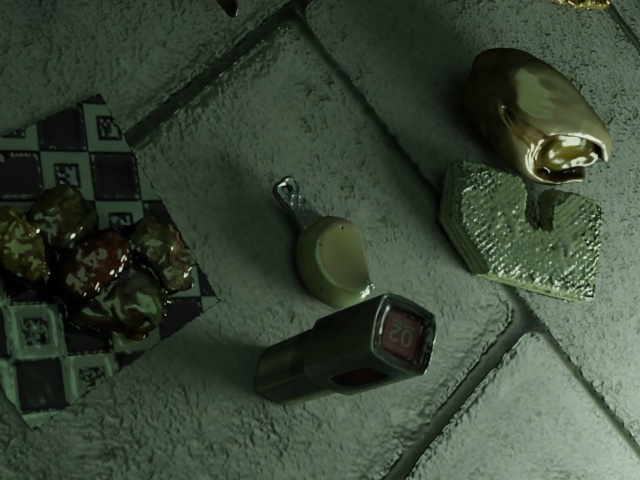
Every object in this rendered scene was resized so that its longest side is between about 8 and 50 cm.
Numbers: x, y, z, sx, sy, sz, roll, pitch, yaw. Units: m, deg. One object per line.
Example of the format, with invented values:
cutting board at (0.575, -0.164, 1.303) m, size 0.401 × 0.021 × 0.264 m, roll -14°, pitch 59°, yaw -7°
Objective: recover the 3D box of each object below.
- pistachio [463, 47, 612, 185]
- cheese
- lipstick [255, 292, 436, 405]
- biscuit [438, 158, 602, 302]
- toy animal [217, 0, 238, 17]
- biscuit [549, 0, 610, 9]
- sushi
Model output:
pistachio at (0.286, -0.163, 1.809) m, size 0.238 × 0.137 × 0.153 m, roll 41°, pitch 39°, yaw -18°
cheese at (0.006, -0.002, 1.630) m, size 0.092 × 0.047 × 0.171 m, roll -16°, pitch 84°, yaw -36°
lipstick at (0.018, 0.124, 1.472) m, size 0.079 × 0.253 × 0.077 m, roll 27°, pitch 63°, yaw -25°
biscuit at (0.266, -0.012, 1.792) m, size 0.250 × 0.046 × 0.147 m, roll 16°, pitch 76°, yaw -26°
toy animal at (-0.144, -0.358, 1.628) m, size 0.188 × 0.089 × 0.179 m, roll 48°, pitch 49°, yaw -12°
biscuit at (0.340, -0.401, 1.986) m, size 0.206 × 0.025 × 0.126 m, roll 3°, pitch 73°, yaw -32°
sushi at (-0.267, 0.004, 1.446) m, size 0.294 × 0.059 × 0.292 m, roll -34°, pitch 94°, yaw -35°
